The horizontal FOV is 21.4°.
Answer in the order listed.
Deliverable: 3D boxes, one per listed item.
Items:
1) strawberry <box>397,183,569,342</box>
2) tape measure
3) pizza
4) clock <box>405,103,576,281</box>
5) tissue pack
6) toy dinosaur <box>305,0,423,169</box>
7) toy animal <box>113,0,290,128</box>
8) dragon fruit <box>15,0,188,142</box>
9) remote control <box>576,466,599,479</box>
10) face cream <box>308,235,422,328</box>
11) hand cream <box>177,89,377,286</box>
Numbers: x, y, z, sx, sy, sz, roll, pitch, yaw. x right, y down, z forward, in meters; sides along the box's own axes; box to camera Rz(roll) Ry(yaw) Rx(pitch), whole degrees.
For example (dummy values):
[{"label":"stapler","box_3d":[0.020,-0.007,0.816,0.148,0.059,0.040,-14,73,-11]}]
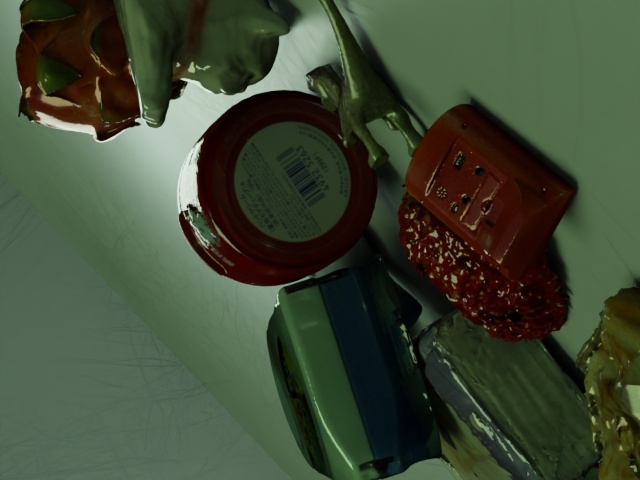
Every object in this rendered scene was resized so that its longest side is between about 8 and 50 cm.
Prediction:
[{"label":"strawberry","box_3d":[0.166,0.021,1.814,0.188,0.106,0.286,30,156,54]},{"label":"tape measure","box_3d":[0.028,0.167,2.098,0.262,0.138,0.259,148,106,-78]},{"label":"pizza","box_3d":[0.319,0.181,1.694,0.189,0.071,0.297,46,146,30]},{"label":"clock","box_3d":[0.158,-0.048,1.665,0.155,0.061,0.113,43,122,27]},{"label":"tissue pack","box_3d":[0.206,0.200,2.087,0.242,0.125,0.344,51,166,3]},{"label":"toy dinosaur","box_3d":[0.031,-0.171,1.814,0.200,0.072,0.251,55,177,19]},{"label":"toy animal","box_3d":[-0.155,-0.272,1.990,0.308,0.188,0.266,132,119,-85]},{"label":"dragon fruit","box_3d":[-0.295,-0.247,2.269,0.224,0.227,0.224,-19,-90,-75]},{"label":"remote control","box_3d":[0.357,0.332,2.125,0.104,0.052,0.247,53,167,-9]},{"label":"face cream","box_3d":[0.000,0.000,2.267,0.336,0.080,0.163,44,163,20]},{"label":"hand cream","box_3d":[-0.051,-0.061,2.007,0.230,0.230,0.149,51,161,-5]}]
